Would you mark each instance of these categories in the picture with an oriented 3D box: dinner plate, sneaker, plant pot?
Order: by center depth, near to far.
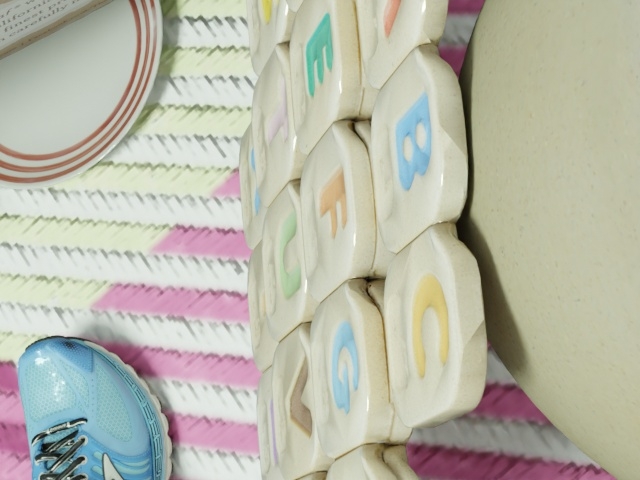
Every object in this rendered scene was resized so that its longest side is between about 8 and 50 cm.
[{"bbox_3d":[0.152,-0.021,0.531,0.191,0.284,0.284,-20,68,56],"label":"plant pot"},{"bbox_3d":[-0.102,0.114,0.712,0.063,0.073,0.162,-29,68,19],"label":"sneaker"},{"bbox_3d":[-0.137,-0.093,0.804,0.141,0.017,0.141,-5,78,26],"label":"dinner plate"}]

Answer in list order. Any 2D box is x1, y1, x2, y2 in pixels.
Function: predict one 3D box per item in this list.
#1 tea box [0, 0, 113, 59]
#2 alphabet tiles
[{"bbox_3d":[-0.195,-0.244,0.642,0.329,0.220,0.323,-29,82,-12],"label":"tea box"},{"bbox_3d":[0.000,0.000,0.600,0.021,0.278,0.284,-1,76,-15],"label":"alphabet tiles"}]
